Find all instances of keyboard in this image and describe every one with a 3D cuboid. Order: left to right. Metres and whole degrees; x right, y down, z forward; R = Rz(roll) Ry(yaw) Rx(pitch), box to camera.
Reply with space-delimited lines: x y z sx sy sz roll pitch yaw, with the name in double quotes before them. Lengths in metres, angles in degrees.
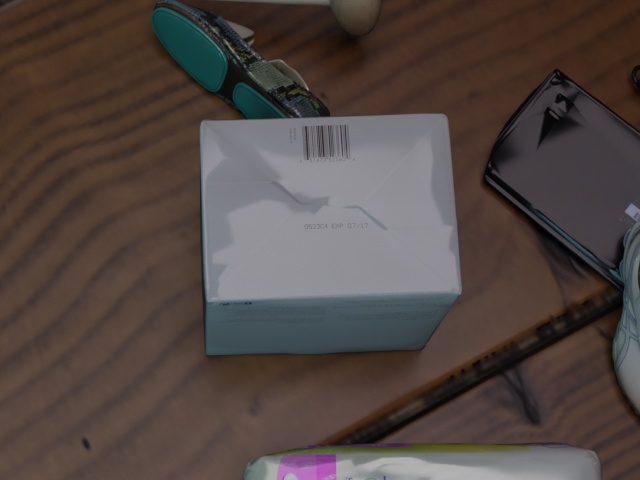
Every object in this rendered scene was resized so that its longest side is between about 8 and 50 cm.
"keyboard" 0.316 -0.039 1.428 0.317 0.033 0.201 39 83 6

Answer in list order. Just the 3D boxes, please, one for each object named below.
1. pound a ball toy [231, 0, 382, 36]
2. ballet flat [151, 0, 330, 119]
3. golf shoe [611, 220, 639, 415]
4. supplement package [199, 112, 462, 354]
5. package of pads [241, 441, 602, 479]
"pound a ball toy" -0.091 -0.314 1.398 0.319 0.136 0.208 9 61 -1
"ballet flat" -0.066 -0.151 1.423 0.070 0.070 0.188 -44 84 -13
"golf shoe" 0.280 0.071 1.356 0.069 0.086 0.176 -4 91 7
"supplement package" 0.000 0.000 1.307 0.194 0.203 0.149 -1 75 -5
"package of pads" 0.082 0.276 1.293 0.296 0.101 0.229 1 76 -5
